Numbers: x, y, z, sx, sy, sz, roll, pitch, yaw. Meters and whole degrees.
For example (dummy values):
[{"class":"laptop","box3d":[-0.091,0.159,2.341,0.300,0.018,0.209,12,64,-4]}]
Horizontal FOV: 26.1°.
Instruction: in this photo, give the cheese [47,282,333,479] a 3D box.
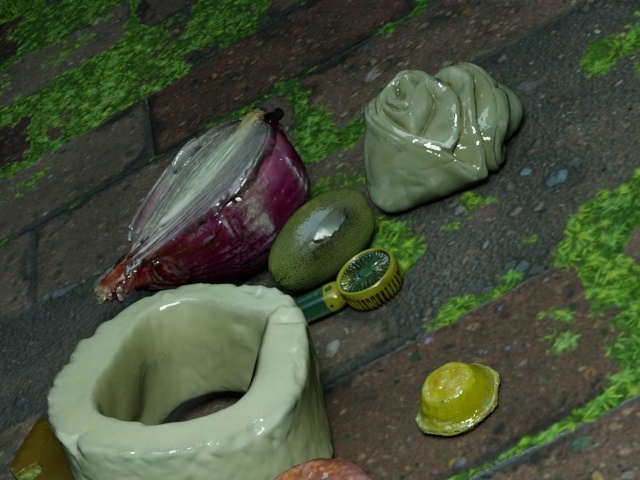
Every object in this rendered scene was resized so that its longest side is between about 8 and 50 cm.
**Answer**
[{"class":"cheese","box3d":[-0.133,0.185,1.544,0.292,0.153,0.332,-5,32,14]}]

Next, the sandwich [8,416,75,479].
[{"class":"sandwich","box3d":[-0.310,0.301,1.657,0.088,0.090,0.244,-37,32,-11]}]

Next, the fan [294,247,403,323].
[{"class":"fan","box3d":[0.031,0.064,1.723,0.155,0.039,0.082,-24,34,16]}]

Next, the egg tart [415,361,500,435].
[{"class":"egg tart","box3d":[0.143,0.165,1.492,0.105,0.039,0.105,-24,32,16]}]

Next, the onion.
[{"class":"onion","box3d":[-0.148,-0.006,1.870,0.349,0.159,0.267,-50,23,-12]}]

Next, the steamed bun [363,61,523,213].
[{"class":"steamed bun","box3d":[0.146,-0.159,1.821,0.218,0.144,0.211,-14,36,27]}]

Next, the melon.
[{"class":"melon","box3d":[0.000,0.000,1.780,0.162,0.099,0.099,-42,33,-9]}]

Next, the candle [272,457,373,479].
[{"class":"candle","box3d":[-0.033,0.359,1.280,0.287,0.131,0.317,-27,37,14]}]
